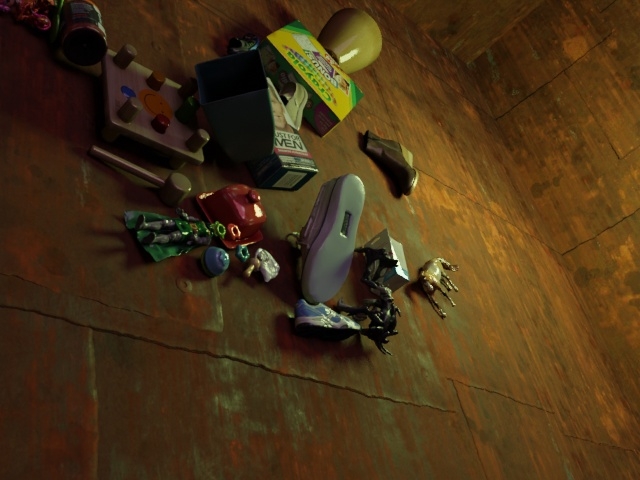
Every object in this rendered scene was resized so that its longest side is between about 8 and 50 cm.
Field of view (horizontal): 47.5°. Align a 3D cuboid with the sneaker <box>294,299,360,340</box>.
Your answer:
[{"bbox_3d":[0.020,0.194,1.774,0.211,0.080,0.081,19,46,-45],"label":"sneaker"}]

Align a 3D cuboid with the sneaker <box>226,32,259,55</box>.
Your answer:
[{"bbox_3d":[-0.248,-0.620,2.302,0.078,0.067,0.188,47,33,-21],"label":"sneaker"}]

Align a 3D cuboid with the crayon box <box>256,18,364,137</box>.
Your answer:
[{"bbox_3d":[-0.037,-0.563,2.489,0.363,0.106,0.313,47,30,-8],"label":"crayon box"}]

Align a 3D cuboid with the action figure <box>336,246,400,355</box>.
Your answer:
[{"bbox_3d":[0.137,0.164,1.919,0.164,0.140,0.276,19,69,-55],"label":"action figure"}]

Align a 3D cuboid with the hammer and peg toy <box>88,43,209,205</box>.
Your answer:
[{"bbox_3d":[-0.387,-0.273,1.676,0.265,0.127,0.361,22,41,-40],"label":"hammer and peg toy"}]

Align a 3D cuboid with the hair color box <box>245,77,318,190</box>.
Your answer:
[{"bbox_3d":[-0.159,-0.312,2.054,0.173,0.105,0.347,0,57,-54],"label":"hair color box"}]

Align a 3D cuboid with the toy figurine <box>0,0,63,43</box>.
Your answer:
[{"bbox_3d":[-0.673,-0.543,1.631,0.159,0.130,0.173,6,76,-34],"label":"toy figurine"}]

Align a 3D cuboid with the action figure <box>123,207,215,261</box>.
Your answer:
[{"bbox_3d":[-0.305,-0.021,1.590,0.137,0.063,0.232,57,27,16],"label":"action figure"}]

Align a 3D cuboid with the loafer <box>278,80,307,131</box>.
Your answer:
[{"bbox_3d":[-0.106,-0.419,2.245,0.092,0.102,0.269,40,32,-31],"label":"loafer"}]

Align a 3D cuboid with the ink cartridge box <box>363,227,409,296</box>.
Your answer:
[{"bbox_3d":[0.191,0.065,2.121,0.061,0.104,0.181,30,36,-33],"label":"ink cartridge box"}]

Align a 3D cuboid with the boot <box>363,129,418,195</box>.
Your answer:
[{"bbox_3d":[0.244,-0.279,2.618,0.206,0.090,0.248,23,40,-20],"label":"boot"}]

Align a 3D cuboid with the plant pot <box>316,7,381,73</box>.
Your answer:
[{"bbox_3d":[0.072,-0.714,2.715,0.237,0.237,0.254,48,44,-7],"label":"plant pot"}]

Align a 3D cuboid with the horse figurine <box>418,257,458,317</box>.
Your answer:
[{"bbox_3d":[0.379,0.127,2.354,0.174,0.066,0.263,51,32,-13],"label":"horse figurine"}]

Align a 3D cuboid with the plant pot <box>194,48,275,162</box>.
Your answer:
[{"bbox_3d":[-0.197,-0.322,1.825,0.234,0.165,0.166,76,-1,-50],"label":"plant pot"}]

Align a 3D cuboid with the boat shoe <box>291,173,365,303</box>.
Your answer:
[{"bbox_3d":[-0.005,-0.005,1.912,0.135,0.156,0.367,32,64,-39],"label":"boat shoe"}]

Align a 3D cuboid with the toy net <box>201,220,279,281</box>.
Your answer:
[{"bbox_3d":[-0.183,0.034,1.689,0.232,0.045,0.122,19,60,-53],"label":"toy net"}]

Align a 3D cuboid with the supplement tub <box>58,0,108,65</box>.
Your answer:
[{"bbox_3d":[-0.559,-0.499,1.695,0.106,0.106,0.198,22,31,-40],"label":"supplement tub"}]

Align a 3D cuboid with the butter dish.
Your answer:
[{"bbox_3d":[-0.191,-0.078,1.743,0.160,0.118,0.160,56,31,10],"label":"butter dish"}]
